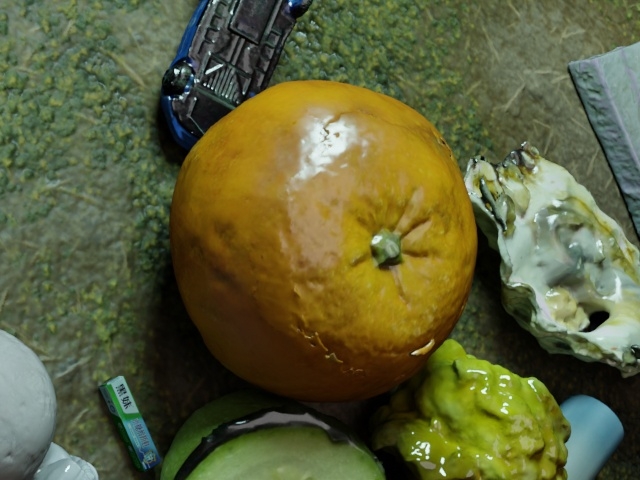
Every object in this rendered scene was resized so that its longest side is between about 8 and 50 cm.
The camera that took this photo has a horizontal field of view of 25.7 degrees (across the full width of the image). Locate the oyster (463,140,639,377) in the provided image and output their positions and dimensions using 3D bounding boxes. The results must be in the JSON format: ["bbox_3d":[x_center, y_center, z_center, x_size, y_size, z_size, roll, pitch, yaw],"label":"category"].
[{"bbox_3d":[0.262,0.046,1.489,0.354,0.107,0.201,46,39,-7],"label":"oyster"}]

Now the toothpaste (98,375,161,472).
[{"bbox_3d":[-0.164,0.159,1.207,0.020,0.017,0.083,-28,99,-35],"label":"toothpaste"}]

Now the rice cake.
[{"bbox_3d":[0.386,-0.087,1.616,0.106,0.050,0.298,-28,98,-35],"label":"rice cake"}]

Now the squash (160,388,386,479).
[{"bbox_3d":[-0.056,0.241,1.235,0.220,0.133,0.220,-3,97,-26],"label":"squash"}]

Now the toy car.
[{"bbox_3d":[-0.084,-0.181,1.294,0.103,0.063,0.216,27,79,-29],"label":"toy car"}]

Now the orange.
[{"bbox_3d":[0.000,0.000,1.220,0.284,0.226,0.283,0,90,-37],"label":"orange"}]

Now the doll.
[{"bbox_3d":[-0.221,0.193,1.089,0.287,0.151,0.151,51,58,-21],"label":"doll"}]

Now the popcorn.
[{"bbox_3d":[0.140,0.191,1.323,0.197,0.197,0.155,40,78,-24],"label":"popcorn"}]

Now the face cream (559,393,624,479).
[{"bbox_3d":[0.213,0.264,1.418,0.250,0.077,0.077,-44,107,-30],"label":"face cream"}]
